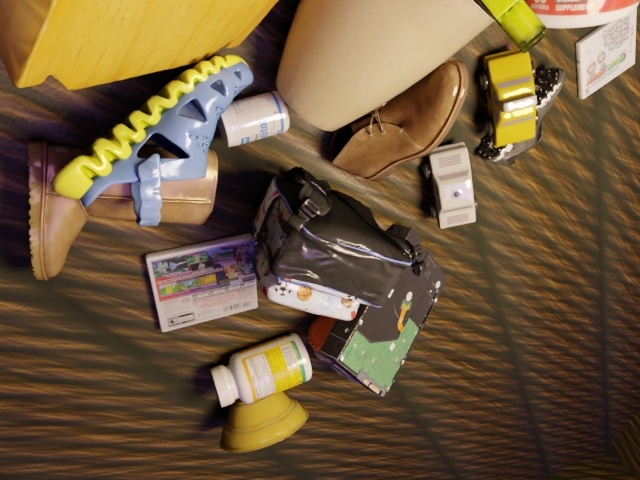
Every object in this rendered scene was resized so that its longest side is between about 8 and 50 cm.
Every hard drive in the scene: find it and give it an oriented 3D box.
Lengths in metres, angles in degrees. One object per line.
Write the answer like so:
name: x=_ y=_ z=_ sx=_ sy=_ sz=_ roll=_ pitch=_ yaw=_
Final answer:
hard drive: x=0.158 y=0.165 z=1.089 sx=0.237 sy=0.064 sz=0.339 roll=46 pitch=68 yaw=-41

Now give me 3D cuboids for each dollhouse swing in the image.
dollhouse swing: x=-0.199 y=-0.387 z=0.471 sx=0.315 sy=0.347 sz=0.305 roll=-29 pitch=99 yaw=40

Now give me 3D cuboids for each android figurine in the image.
android figurine: x=0.244 y=-0.409 z=0.720 sx=0.056 sy=0.273 sz=0.248 roll=-38 pitch=176 yaw=30

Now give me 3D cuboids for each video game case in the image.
video game case: x=-0.227 y=0.084 z=0.935 sx=0.201 sy=0.023 sz=0.183 roll=-12 pitch=126 yaw=-20
video game case: x=0.646 y=-0.422 z=1.067 sx=0.157 sy=0.019 sz=0.143 roll=-34 pitch=130 yaw=-3

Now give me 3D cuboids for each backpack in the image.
backpack: x=0.000 y=0.000 z=0.845 sx=0.276 sy=0.263 sz=0.213 roll=24 pitch=114 yaw=-30

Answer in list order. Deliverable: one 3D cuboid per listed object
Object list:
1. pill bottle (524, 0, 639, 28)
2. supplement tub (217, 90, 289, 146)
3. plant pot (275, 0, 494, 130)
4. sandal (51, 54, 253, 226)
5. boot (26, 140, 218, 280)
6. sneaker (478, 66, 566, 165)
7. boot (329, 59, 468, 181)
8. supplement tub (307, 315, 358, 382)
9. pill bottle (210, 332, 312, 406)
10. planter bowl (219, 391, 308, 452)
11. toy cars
pill bottle: x=0.420 y=-0.546 z=0.734 sx=0.210 sy=0.210 sz=0.363 roll=-21 pitch=129 yaw=-15
supplement tub: x=-0.111 y=-0.199 z=0.774 sx=0.107 sy=0.071 sz=0.071 roll=-20 pitch=128 yaw=-15
plant pot: x=0.061 y=-0.304 z=0.701 sx=0.256 sy=0.256 sz=0.274 roll=20 pitch=129 yaw=-36
sandal: x=-0.213 y=-0.140 z=0.680 sx=0.317 sy=0.126 sz=0.138 roll=-45 pitch=112 yaw=-10
boot: x=-0.314 y=-0.042 z=0.761 sx=0.269 sy=0.089 sz=0.236 roll=0 pitch=121 yaw=-30
sneaker: x=0.453 y=-0.262 z=1.037 sx=0.106 sy=0.078 sz=0.234 roll=18 pitch=115 yaw=-39
boot: x=0.119 y=-0.194 z=0.801 sx=0.115 sy=0.112 sz=0.305 roll=9 pitch=155 yaw=-26
supplement tub: x=0.057 y=0.260 z=1.145 sx=0.117 sy=0.117 sz=0.190 roll=-41 pitch=130 yaw=2
pill bottle: x=-0.135 y=0.295 z=1.064 sx=0.208 sy=0.117 sz=0.117 roll=-17 pitch=127 yaw=-19
planter bowl: x=-0.145 y=0.402 z=1.118 sx=0.217 sy=0.217 sz=0.090 roll=-17 pitch=92 yaw=-18
toy cars: x=0.331 y=-0.190 z=0.966 sx=0.176 sy=0.087 sz=0.393 roll=26 pitch=112 yaw=-8
